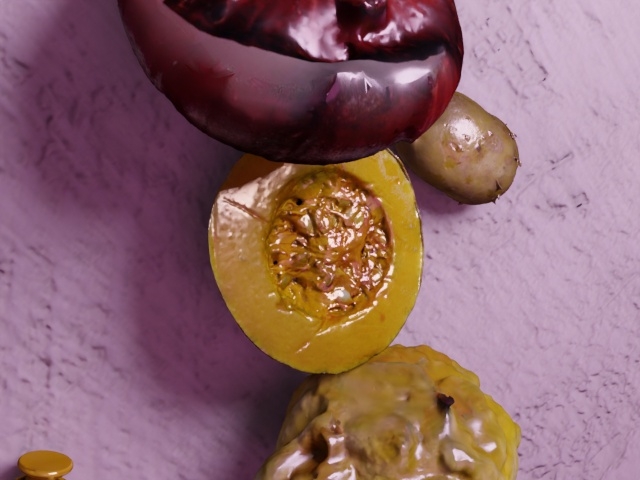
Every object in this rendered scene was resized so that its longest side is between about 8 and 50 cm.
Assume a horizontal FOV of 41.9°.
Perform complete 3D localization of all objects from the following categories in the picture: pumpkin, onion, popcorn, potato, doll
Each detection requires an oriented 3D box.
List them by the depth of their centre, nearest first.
[{"bbox_3d":[-0.022,-0.158,0.647,0.271,0.195,0.272,7,60,-12],"label":"onion"},{"bbox_3d":[-0.240,0.249,0.728,0.084,0.073,0.127,-1,104,-56],"label":"doll"},{"bbox_3d":[0.060,0.189,0.737,0.266,0.233,0.192,-15,136,-40],"label":"popcorn"},{"bbox_3d":[-0.012,0.006,0.745,0.217,0.110,0.218,2,86,-26],"label":"pumpkin"},{"bbox_3d":[0.133,-0.087,0.796,0.137,0.070,0.092,30,90,-26],"label":"potato"}]
